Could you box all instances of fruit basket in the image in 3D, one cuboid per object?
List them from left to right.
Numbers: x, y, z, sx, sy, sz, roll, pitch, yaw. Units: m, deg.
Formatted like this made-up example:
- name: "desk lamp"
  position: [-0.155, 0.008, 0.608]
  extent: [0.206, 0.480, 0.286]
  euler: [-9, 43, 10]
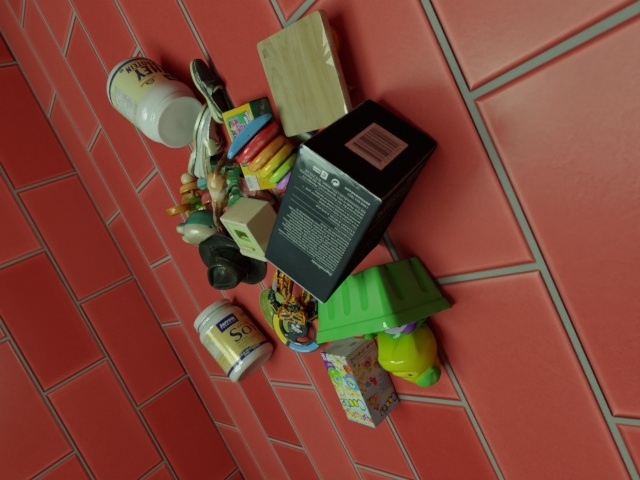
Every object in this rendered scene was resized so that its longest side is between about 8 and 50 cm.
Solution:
- name: "fruit basket"
  position: [0.192, 0.261, 1.296]
  extent: [0.392, 0.282, 0.393]
  euler: [16, 110, 52]

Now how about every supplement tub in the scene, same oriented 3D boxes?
- name: "supplement tub"
  position: [-0.603, -0.507, 1.678]
  extent: [0.324, 0.235, 0.236]
  euler: [38, 138, 25]
- name: "supplement tub"
  position: [-0.403, 0.456, 2.100]
  extent: [0.331, 0.241, 0.241]
  euler: [45, 141, 17]

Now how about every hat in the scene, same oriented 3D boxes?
- name: "hat"
  position: [-0.386, 0.126, 1.865]
  extent: [0.331, 0.134, 0.331]
  euler: [14, 142, 11]

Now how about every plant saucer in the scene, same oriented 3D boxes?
- name: "plant saucer"
  position: [-0.568, -0.134, 2.057]
  extent: [0.199, 0.037, 0.200]
  euler: [27, 132, 35]
- name: "plant saucer"
  position: [-0.161, 0.299, 1.884]
  extent: [0.240, 0.037, 0.241]
  euler: [27, 133, 34]

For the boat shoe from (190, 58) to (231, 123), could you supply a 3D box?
- name: "boat shoe"
  position: [-0.359, -0.508, 1.535]
  extent: [0.073, 0.080, 0.224]
  euler: [-4, 117, 44]

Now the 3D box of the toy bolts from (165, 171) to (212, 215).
- name: "toy bolts"
  position: [-0.518, -0.210, 1.834]
  extent: [0.228, 0.218, 0.159]
  euler: [-16, 96, 34]

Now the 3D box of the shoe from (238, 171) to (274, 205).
- name: "shoe"
  position: [-0.233, -0.183, 1.617]
  extent: [0.178, 0.063, 0.081]
  euler: [29, 137, 38]

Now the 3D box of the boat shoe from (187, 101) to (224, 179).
- name: "boat shoe"
  position: [-0.406, -0.358, 1.675]
  extent: [0.103, 0.113, 0.302]
  euler: [23, 129, 2]

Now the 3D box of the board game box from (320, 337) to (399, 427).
- name: "board game box"
  position: [0.136, 0.476, 1.576]
  extent: [0.142, 0.144, 0.276]
  euler: [-9, 106, 52]

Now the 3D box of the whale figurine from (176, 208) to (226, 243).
- name: "whale figurine"
  position: [-0.507, -0.050, 1.954]
  extent: [0.272, 0.216, 0.141]
  euler: [-20, 59, 59]

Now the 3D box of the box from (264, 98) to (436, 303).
- name: "box"
  position: [0.063, -0.091, 1.126]
  extent: [0.212, 0.293, 0.396]
  euler: [36, 138, 11]

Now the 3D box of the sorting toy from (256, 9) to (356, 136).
- name: "sorting toy"
  position: [-0.021, -0.426, 1.189]
  extent: [0.255, 0.089, 0.257]
  euler: [1, 114, 48]

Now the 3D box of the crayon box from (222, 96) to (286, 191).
- name: "crayon box"
  position: [-0.203, -0.306, 1.484]
  extent: [0.165, 0.081, 0.279]
  euler: [1, 115, 48]

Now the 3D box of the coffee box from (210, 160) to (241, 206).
- name: "coffee box"
  position: [-0.351, -0.209, 1.703]
  extent: [0.040, 0.113, 0.184]
  euler: [-96, 8, -50]

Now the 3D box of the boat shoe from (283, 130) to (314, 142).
- name: "boat shoe"
  position: [-0.063, -0.320, 1.351]
  extent: [0.046, 0.038, 0.125]
  euler: [31, 167, -37]

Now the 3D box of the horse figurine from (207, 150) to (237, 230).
- name: "horse figurine"
  position: [-0.341, -0.186, 1.578]
  extent: [0.066, 0.175, 0.263]
  euler: [15, 131, 9]

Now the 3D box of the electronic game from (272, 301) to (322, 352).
- name: "electronic game"
  position: [-0.086, 0.336, 1.764]
  extent: [0.229, 0.048, 0.230]
  euler: [10, 115, 22]

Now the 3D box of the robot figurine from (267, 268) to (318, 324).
- name: "robot figurine"
  position: [-0.088, 0.182, 1.619]
  extent: [0.210, 0.085, 0.291]
  euler: [12, 119, 6]

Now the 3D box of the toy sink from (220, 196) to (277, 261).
- name: "toy sink"
  position: [-0.218, -0.018, 1.598]
  extent: [0.152, 0.131, 0.234]
  euler: [15, 144, 42]

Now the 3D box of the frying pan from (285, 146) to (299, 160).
- name: "frying pan"
  position: [-0.021, -0.137, 1.417]
  extent: [0.197, 0.053, 0.326]
  euler: [16, 127, 41]

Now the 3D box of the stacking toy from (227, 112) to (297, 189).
- name: "stacking toy"
  position: [-0.112, -0.214, 1.335]
  extent: [0.302, 0.175, 0.166]
  euler: [44, -175, -12]
